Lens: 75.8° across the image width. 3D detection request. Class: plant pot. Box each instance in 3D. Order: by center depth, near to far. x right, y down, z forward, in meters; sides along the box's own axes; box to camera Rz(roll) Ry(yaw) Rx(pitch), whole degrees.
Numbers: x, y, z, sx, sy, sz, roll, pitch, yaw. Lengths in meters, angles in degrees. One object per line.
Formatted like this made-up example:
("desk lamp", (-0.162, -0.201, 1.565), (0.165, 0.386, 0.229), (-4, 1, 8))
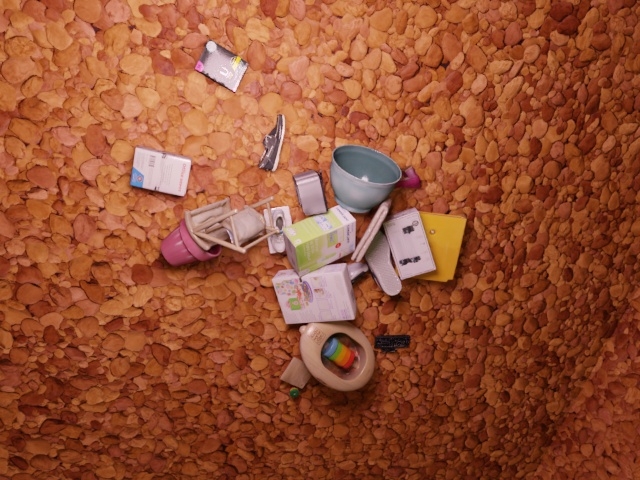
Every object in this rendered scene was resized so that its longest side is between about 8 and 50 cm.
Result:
("plant pot", (-0.534, 0.012, 1.669), (0.180, 0.201, 0.201), (-26, 112, 14))
("plant pot", (0.165, -0.238, 1.708), (0.293, 0.293, 0.196), (6, 130, -14))

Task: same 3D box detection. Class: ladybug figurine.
("ladybug figurine", (0.064, 0.527, 1.951), (0.449, 0.162, 0.305), (44, 71, -20))

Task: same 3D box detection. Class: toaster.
("toaster", (-0.042, -0.207, 1.711), (0.110, 0.168, 0.185), (-15, 111, -7))

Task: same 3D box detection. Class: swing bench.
("swing bench", (-0.336, -0.068, 1.591), (0.255, 0.253, 0.165), (1, 108, 28))

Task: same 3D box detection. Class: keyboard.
("keyboard", (0.372, 0.537, 2.113), (0.192, 0.038, 0.100), (2, 107, -12))

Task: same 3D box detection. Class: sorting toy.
("sorting toy", (-0.108, 0.639, 2.032), (0.132, 0.046, 0.274), (30, 99, -19))

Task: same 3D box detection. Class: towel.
("towel", (0.221, -0.044, 1.739), (0.049, 0.187, 0.282), (29, 113, 3))

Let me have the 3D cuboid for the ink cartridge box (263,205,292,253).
("ink cartridge box", (-0.181, -0.054, 1.783), (0.115, 0.067, 0.198), (-10, 111, -9))

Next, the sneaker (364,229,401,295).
("sneaker", (0.275, 0.102, 1.916), (0.126, 0.127, 0.321), (-18, 85, -3))

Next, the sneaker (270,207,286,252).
("sneaker", (-0.174, -0.033, 1.711), (0.071, 0.083, 0.190), (-7, 111, -12))

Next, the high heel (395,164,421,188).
("high heel", (0.337, -0.227, 1.843), (0.244, 0.082, 0.117), (-36, 113, -8))

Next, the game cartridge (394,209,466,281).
("game cartridge", (0.508, 0.029, 1.930), (0.285, 0.052, 0.323), (7, 110, 1))

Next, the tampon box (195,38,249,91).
("tampon box", (-0.365, -0.646, 1.533), (0.161, 0.101, 0.120), (26, 99, -19))

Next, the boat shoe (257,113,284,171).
("boat shoe", (-0.195, -0.398, 1.661), (0.079, 0.084, 0.233), (12, 107, -17))

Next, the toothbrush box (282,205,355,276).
("toothbrush box", (0.000, 0.000, 1.741), (0.283, 0.122, 0.206), (-25, 142, -18))

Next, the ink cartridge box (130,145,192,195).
("ink cartridge box", (-0.618, -0.271, 1.605), (0.203, 0.086, 0.148), (12, 105, -17))

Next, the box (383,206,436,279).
("box", (0.397, 0.015, 1.859), (0.169, 0.087, 0.290), (-20, 105, 9))

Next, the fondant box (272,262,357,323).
("fondant box", (-0.023, 0.240, 1.825), (0.330, 0.096, 0.238), (-8, 111, 18))

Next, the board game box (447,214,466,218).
("board game box", (0.580, -0.045, 1.971), (0.212, 0.039, 0.160), (3, 108, -13))

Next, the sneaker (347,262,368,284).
("sneaker", (0.121, 0.217, 1.923), (0.269, 0.101, 0.153), (-29, 112, 4))
